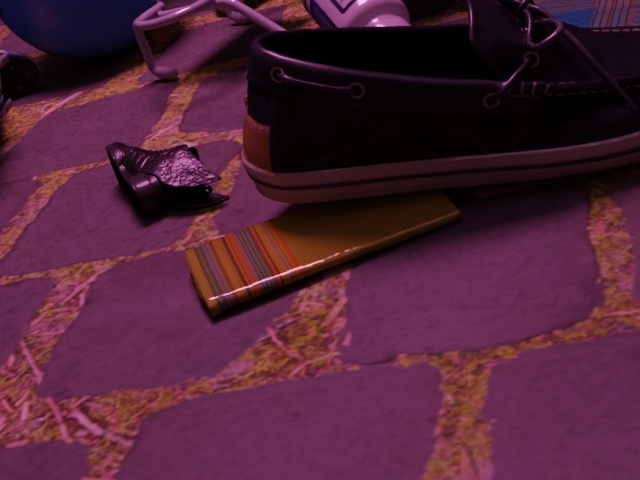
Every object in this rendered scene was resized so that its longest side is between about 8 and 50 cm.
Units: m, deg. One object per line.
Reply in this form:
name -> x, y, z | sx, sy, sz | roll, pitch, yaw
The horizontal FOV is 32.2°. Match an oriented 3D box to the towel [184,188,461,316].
towel -> 0.000, 0.000, 0.990 | 0.237, 0.021, 0.102 | -20, 33, -8

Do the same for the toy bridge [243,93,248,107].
toy bridge -> -0.001, -0.175, 1.299 | 0.188, 0.026, 0.063 | 1, 30, 31

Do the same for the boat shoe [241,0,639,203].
boat shoe -> 0.167, -0.152, 1.005 | 0.500, 0.156, 0.187 | -8, 25, 3

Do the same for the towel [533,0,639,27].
towel -> 0.370, -0.263, 1.238 | 0.370, 0.040, 0.271 | -2, 31, 24

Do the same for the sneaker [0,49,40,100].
sneaker -> -0.529, -0.247, 1.667 | 0.237, 0.085, 0.086 | -8, 34, 14

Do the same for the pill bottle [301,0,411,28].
pill bottle -> 0.050, -0.271, 1.342 | 0.094, 0.094, 0.169 | -24, 48, -12

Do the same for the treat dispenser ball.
treat dispenser ball -> -0.361, -0.415, 1.661 | 0.288, 0.288, 0.288 | -14, 28, 7

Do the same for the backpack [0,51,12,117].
backpack -> -0.530, -0.184, 1.380 | 0.290, 0.273, 0.355 | 16, 35, -22

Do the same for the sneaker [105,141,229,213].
sneaker -> -0.168, -0.074, 1.187 | 0.089, 0.051, 0.170 | -24, 33, -13

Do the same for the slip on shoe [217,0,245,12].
slip on shoe -> -0.086, -0.474, 1.813 | 0.123, 0.101, 0.331 | -24, 31, 39

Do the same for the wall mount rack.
wall mount rack -> -0.074, -0.317, 1.504 | 0.304, 0.130, 0.350 | -1, 32, 35
